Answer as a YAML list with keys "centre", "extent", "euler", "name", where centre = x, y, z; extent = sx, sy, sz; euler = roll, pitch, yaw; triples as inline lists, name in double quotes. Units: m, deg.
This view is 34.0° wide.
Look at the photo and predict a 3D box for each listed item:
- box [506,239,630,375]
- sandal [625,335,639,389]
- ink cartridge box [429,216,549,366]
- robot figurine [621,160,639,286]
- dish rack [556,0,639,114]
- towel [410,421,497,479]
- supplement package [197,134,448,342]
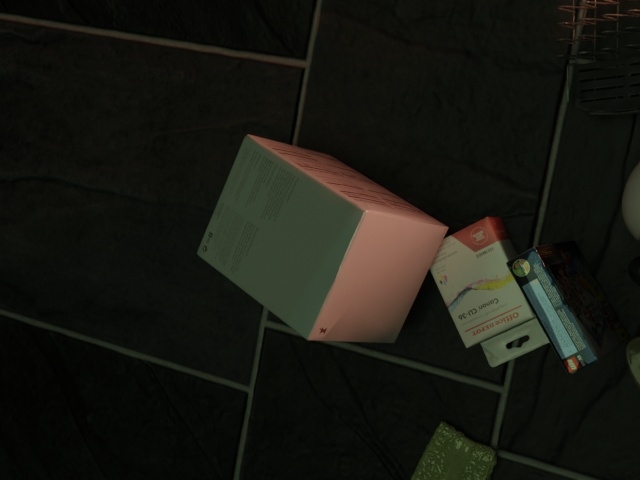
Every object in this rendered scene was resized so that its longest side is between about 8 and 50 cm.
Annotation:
- centre: [0.331, 0.082, 1.380]
  extent: [0.044, 0.233, 0.159]
  euler: [-33, 78, 23]
  name: "box"
- centre: [0.468, 0.213, 1.419]
  extent: [0.072, 0.049, 0.180]
  euler: [-22, 76, 24]
  name: "sandal"
- centre: [0.244, 0.078, 1.514]
  extent: [0.115, 0.067, 0.198]
  euler: [-29, 80, 24]
  name: "ink cartridge box"
- centre: [0.517, -0.013, 1.327]
  extent: [0.278, 0.209, 0.174]
  euler: [42, 148, 18]
  name: "robot figurine"
- centre: [0.393, -0.304, 1.387]
  extent: [0.208, 0.074, 0.272]
  euler: [1, 93, 52]
  name: "dish rack"
- centre: [0.195, 0.356, 1.571]
  extent: [0.110, 0.027, 0.148]
  euler: [27, 104, 23]
  name: "towel"
- centre: [0.000, 0.000, 1.522]
  extent: [0.262, 0.198, 0.199]
  euler: [34, 107, 38]
  name: "supplement package"
